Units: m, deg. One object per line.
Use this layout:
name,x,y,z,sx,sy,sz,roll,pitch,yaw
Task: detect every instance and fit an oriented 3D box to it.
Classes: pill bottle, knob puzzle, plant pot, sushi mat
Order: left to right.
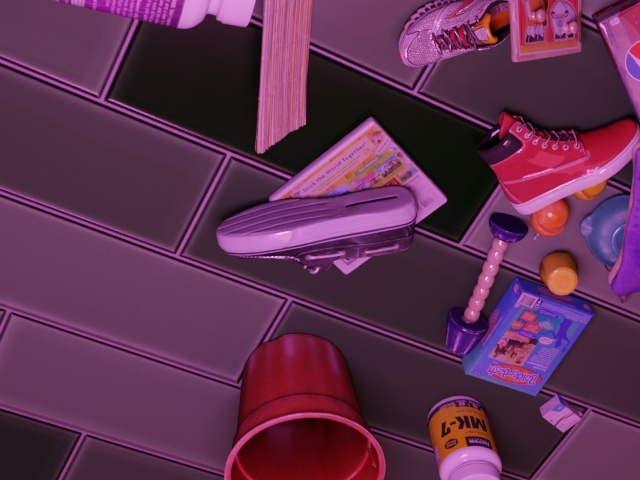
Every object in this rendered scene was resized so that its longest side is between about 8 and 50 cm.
pill bottle,-0.237,-0.389,1.486,0.301,0.169,0.169,11,121,-12
sushi mat,-0.049,-0.293,1.588,0.019,0.151,0.316,20,126,22
plant pot,-0.038,0.322,1.910,0.272,0.265,0.272,-3,123,-5
pill bottle,0.275,0.403,2.026,0.119,0.208,0.119,-3,123,-4
knob puzzle,0.339,-0.367,1.574,0.213,0.030,0.213,-8,101,-43

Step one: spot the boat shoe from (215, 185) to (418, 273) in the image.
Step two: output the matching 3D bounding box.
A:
boat shoe,0.000,0.000,1.759,0.335,0.121,0.119,-8,119,-3

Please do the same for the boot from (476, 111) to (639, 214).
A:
boot,0.387,-0.165,1.746,0.244,0.088,0.176,-29,120,17

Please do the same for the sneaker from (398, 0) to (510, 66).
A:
sneaker,0.221,-0.326,1.618,0.225,0.093,0.088,-26,122,12

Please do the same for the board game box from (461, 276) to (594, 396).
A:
board game box,0.382,0.181,1.990,0.160,0.047,0.210,19,119,-18

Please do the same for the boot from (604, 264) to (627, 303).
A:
boot,0.563,0.052,1.929,0.087,0.042,0.118,-25,122,8

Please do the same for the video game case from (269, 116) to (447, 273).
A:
video game case,0.064,-0.071,1.808,0.227,0.026,0.206,-37,119,18

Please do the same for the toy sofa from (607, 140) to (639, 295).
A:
toy sofa,0.577,0.003,1.681,0.177,0.150,0.362,-8,135,-4

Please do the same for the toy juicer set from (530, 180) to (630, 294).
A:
toy juicer set,0.517,-0.046,1.845,0.329,0.089,0.209,-19,105,11

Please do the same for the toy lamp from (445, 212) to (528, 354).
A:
toy lamp,0.288,0.083,1.902,0.080,0.080,0.275,12,119,-13

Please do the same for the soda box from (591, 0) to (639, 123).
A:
soda box,0.518,-0.248,1.663,0.092,0.083,0.263,-25,106,14

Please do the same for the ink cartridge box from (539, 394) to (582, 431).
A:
ink cartridge box,0.480,0.346,2.117,0.083,0.028,0.048,37,113,-26
